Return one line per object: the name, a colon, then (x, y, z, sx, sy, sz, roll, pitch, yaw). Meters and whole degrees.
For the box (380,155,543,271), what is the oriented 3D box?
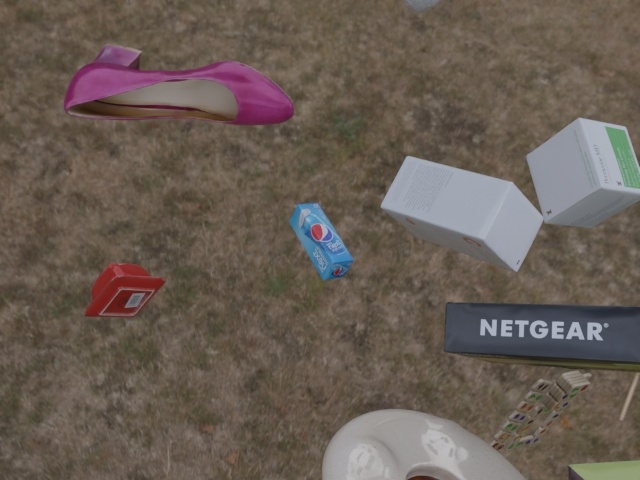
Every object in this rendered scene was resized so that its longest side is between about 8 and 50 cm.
box: (0.371, -0.074, 1.979, 0.345, 0.215, 0.168, 22, 82, 44)

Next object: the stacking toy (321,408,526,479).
stacking toy: (0.099, 0.531, 1.125, 0.351, 0.479, 0.350, 19, 25, -9)

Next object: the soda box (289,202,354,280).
soda box: (0.000, 0.000, 1.937, 0.067, 0.071, 0.210, -7, 51, -35)

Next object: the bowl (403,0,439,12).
bowl: (0.137, -0.379, 0.945, 0.142, 0.053, 0.142, 46, 72, -25)

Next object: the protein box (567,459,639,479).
protein box: (0.442, 0.362, 0.922, 0.200, 0.201, 0.135, -16, 54, 34)

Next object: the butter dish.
butter dish: (-0.491, 0.107, 1.829, 0.160, 0.160, 0.118, 9, 41, -50)

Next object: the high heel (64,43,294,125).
high heel: (-0.156, -0.152, 0.838, 0.244, 0.082, 0.117, 18, 47, -4)

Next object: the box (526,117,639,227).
box: (0.330, -0.082, 0.933, 0.087, 0.102, 0.101, 4, 64, -27)

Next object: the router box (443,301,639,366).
router box: (0.378, 0.153, 1.161, 0.309, 0.243, 0.081, -1, 77, 31)

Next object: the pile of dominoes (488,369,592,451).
pile of dominoes: (0.472, 0.379, 1.592, 0.196, 0.251, 0.040, -1, 40, -37)
